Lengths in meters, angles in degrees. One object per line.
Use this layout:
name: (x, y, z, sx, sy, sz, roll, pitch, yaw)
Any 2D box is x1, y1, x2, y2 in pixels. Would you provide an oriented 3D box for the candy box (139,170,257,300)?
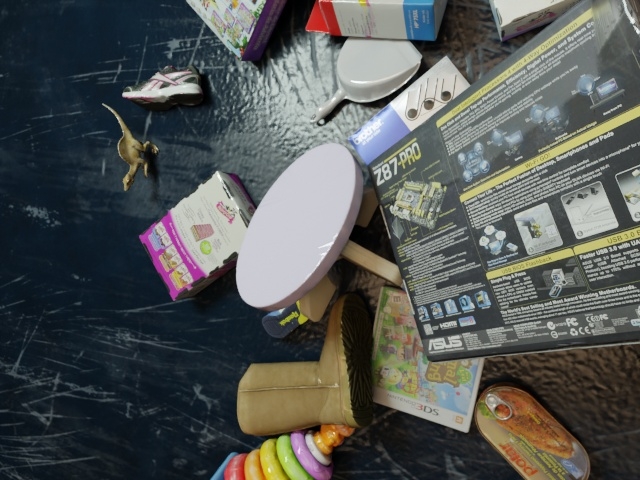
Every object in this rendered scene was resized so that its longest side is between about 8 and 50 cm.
candy box: (-0.231, -0.007, 0.933, 0.234, 0.071, 0.159, -34, 80, 20)

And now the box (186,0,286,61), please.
box: (-0.178, -0.506, 0.853, 0.293, 0.057, 0.201, 50, 134, 11)

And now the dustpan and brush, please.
dustpan and brush: (0.058, -0.282, 0.816, 0.211, 0.060, 0.147, -34, 66, 11)

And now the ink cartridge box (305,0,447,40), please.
ink cartridge box: (0.088, -0.411, 0.761, 0.231, 0.078, 0.134, 12, 75, 20)

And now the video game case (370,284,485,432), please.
video game case: (0.180, 0.201, 0.809, 0.194, 0.023, 0.212, 12, 97, 20)

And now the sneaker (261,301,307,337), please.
sneaker: (-0.055, 0.142, 0.886, 0.144, 0.059, 0.053, -31, 93, 39)

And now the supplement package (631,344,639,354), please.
supplement package: (0.507, 0.113, 0.531, 0.178, 0.293, 0.175, 27, 102, 18)

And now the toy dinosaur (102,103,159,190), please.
toy dinosaur: (-0.390, -0.196, 0.973, 0.053, 0.093, 0.183, -12, 89, 21)

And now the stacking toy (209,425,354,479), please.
stacking toy: (-0.042, 0.408, 0.857, 0.302, 0.175, 0.165, -41, 84, 4)

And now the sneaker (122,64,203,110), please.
sneaker: (-0.318, -0.318, 0.961, 0.179, 0.072, 0.077, 1, 81, 14)

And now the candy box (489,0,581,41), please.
candy box: (0.325, -0.428, 0.692, 0.165, 0.070, 0.196, -15, 87, 21)

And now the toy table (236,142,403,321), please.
toy table: (0.000, 0.000, 0.755, 0.252, 0.161, 0.274, 38, 92, 41)

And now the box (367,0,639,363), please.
box: (0.236, -0.031, 0.552, 0.395, 0.097, 0.318, -33, 73, 57)

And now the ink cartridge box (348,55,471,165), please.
ink cartridge box: (0.157, -0.197, 0.784, 0.207, 0.046, 0.097, -37, 78, 19)

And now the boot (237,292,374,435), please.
boot: (-0.039, 0.230, 0.853, 0.270, 0.089, 0.235, -17, 60, 36)

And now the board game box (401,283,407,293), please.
board game box: (0.186, 0.070, 0.785, 0.090, 0.020, 0.090, -40, 69, 5)

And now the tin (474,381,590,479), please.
tin: (0.335, 0.314, 0.749, 0.189, 0.040, 0.106, 46, 103, 13)
